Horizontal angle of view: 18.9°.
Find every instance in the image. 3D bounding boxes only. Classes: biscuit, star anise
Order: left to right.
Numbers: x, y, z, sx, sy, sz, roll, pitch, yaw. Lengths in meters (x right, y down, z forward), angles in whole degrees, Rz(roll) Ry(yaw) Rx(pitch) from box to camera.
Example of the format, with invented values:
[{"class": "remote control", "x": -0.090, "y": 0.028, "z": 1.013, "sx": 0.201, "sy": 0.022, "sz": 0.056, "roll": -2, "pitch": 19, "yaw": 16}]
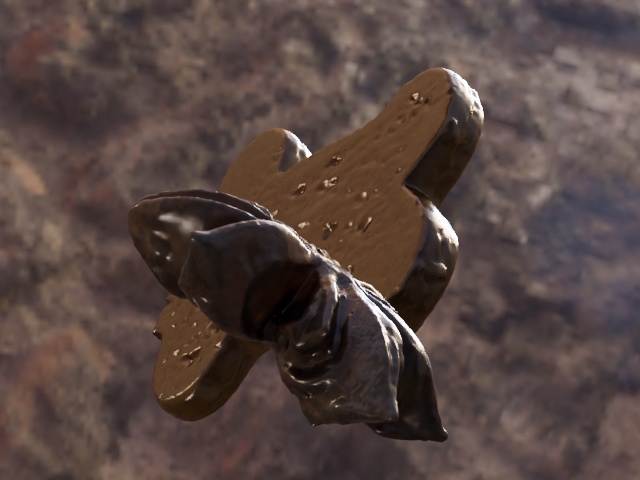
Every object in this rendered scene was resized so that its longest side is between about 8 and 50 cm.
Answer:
[{"class": "star anise", "x": -0.020, "y": 0.059, "z": 1.544, "sx": 0.315, "sy": 0.108, "sz": 0.315, "roll": 41, "pitch": -173, "yaw": -7}, {"class": "biscuit", "x": 0.000, "y": 0.000, "z": 1.935, "sx": 0.076, "sy": 0.394, "sz": 0.368, "roll": 41, "pitch": -137, "yaw": -27}]
